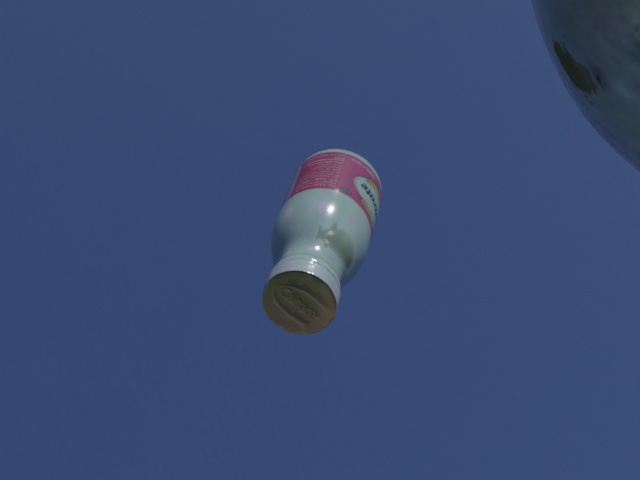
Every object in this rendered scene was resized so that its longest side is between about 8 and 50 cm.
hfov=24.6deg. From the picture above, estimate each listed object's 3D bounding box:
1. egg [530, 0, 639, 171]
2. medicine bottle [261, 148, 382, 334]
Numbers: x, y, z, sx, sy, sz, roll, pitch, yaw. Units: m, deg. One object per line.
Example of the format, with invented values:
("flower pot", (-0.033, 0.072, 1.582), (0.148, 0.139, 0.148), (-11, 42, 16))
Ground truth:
("egg", (0.297, -0.183, 0.888), (0.345, 0.345, 0.428), (-44, -25, 8))
("medicine bottle", (0.000, 0.000, 1.353), (0.091, 0.216, 0.090), (5, -58, 8))
